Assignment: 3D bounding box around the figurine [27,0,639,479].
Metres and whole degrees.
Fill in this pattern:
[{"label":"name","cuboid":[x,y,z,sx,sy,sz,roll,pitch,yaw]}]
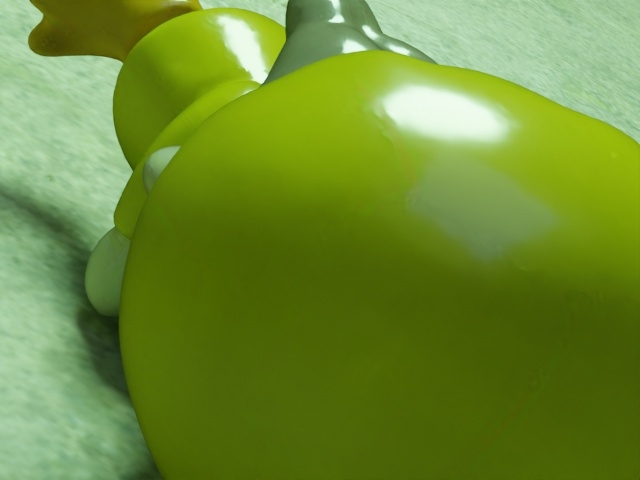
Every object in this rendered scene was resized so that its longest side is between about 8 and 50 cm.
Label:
[{"label":"figurine","cuboid":[0.000,0.000,0.594,0.215,0.187,0.344,30,11,-39]}]
